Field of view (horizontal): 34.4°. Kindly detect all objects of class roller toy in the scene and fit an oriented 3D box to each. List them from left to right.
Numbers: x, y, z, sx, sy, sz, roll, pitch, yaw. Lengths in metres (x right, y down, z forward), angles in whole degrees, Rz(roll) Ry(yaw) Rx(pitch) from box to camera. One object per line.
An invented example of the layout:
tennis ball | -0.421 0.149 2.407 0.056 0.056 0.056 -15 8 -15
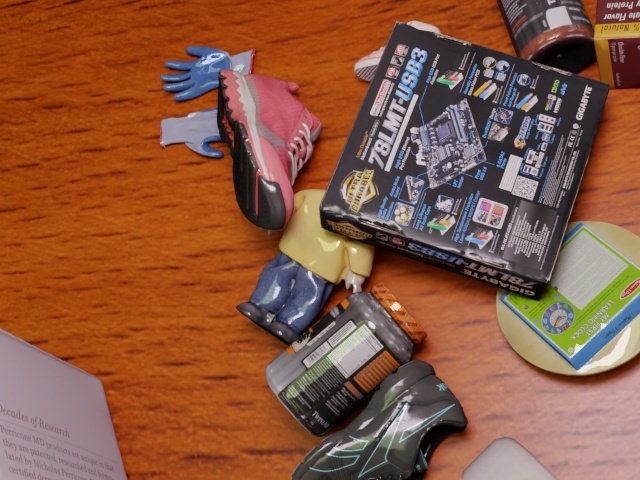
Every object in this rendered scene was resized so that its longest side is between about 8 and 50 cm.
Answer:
roller toy | 0.220 0.326 1.118 0.146 0.209 0.191 -45 23 -2

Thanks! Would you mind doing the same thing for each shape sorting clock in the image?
shape sorting clock | 0.318 0.069 1.266 0.206 0.040 0.206 -14 54 20

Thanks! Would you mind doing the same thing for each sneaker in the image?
sneaker | -0.057 -0.140 1.410 0.136 0.116 0.313 -5 42 -13
sneaker | 0.061 0.266 1.250 0.267 0.101 0.106 -45 64 -1
sneaker | 0.113 -0.270 1.473 0.134 0.051 0.070 -9 65 13

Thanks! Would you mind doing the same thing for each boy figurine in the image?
boy figurine | 0.000 0.000 1.384 0.177 0.092 0.285 27 80 28

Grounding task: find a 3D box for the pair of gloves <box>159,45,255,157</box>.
pair of gloves | -0.173 -0.213 1.571 0.159 0.023 0.198 -5 67 19

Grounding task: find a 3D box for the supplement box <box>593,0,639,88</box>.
supplement box | 0.456 -0.310 1.317 0.191 0.129 0.194 2 70 21

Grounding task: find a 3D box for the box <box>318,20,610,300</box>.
box | 0.184 -0.107 1.312 0.293 0.073 0.295 17 69 11

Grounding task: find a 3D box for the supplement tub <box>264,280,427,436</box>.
supplement tub | 0.034 0.145 1.298 0.190 0.117 0.117 -40 62 1

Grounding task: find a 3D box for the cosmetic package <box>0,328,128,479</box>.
cosmetic package | -0.440 0.365 1.267 0.329 0.327 0.393 -27 62 8

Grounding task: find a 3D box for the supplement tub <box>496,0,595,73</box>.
supplement tub | 0.294 -0.321 1.394 0.106 0.106 0.197 -20 64 12
